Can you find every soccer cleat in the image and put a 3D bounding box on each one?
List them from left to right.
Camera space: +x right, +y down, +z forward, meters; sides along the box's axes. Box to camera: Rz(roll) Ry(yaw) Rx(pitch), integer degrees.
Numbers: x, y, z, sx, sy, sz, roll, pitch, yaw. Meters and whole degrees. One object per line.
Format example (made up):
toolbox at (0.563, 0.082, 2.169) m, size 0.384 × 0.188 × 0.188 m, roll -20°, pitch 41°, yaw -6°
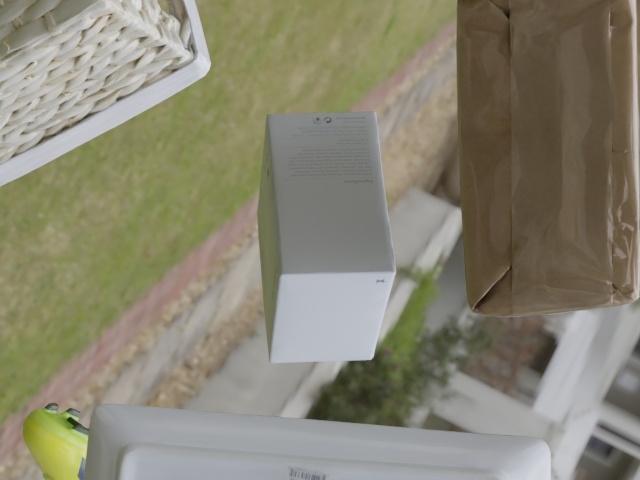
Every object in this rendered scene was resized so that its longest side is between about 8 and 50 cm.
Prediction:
soccer cleat at (-0.242, 0.264, 1.457) m, size 0.121 × 0.093 × 0.289 m, roll -50°, pitch 151°, yaw -13°

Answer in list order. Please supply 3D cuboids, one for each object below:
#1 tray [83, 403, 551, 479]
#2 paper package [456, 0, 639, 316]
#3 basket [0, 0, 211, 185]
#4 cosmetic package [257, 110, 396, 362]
tray at (-0.008, 0.172, 0.786) m, size 0.030 × 0.270 × 0.145 m, roll 76°, pitch 18°, yaw -75°
paper package at (0.246, -0.087, 1.399) m, size 0.325 × 0.168 × 0.309 m, roll -10°, pitch 99°, yaw -74°
basket at (-0.166, -0.121, 0.793) m, size 0.167 × 0.113 × 0.103 m, roll -26°, pitch 158°, yaw 19°
cosmetic package at (0.000, 0.000, 1.674) m, size 0.224 × 0.138 × 0.224 m, roll 99°, pitch -14°, yaw -58°
